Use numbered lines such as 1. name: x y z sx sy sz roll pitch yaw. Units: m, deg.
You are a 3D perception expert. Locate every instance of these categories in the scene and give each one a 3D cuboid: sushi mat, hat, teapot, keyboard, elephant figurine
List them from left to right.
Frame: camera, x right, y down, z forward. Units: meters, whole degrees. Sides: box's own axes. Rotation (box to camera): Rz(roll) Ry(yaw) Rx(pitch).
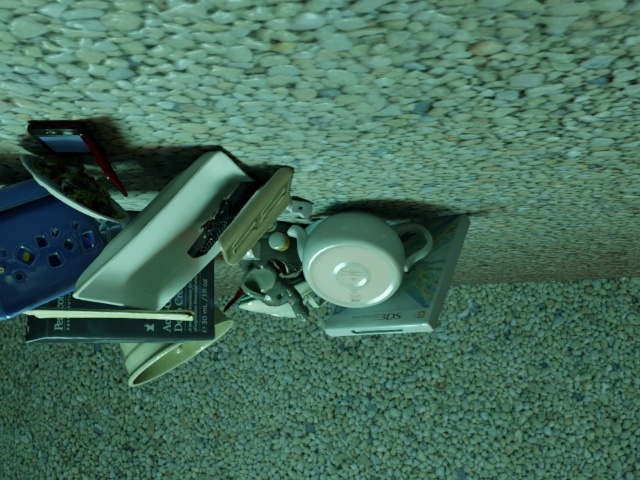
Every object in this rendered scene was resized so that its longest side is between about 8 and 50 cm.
1. sushi mat: -0.403 0.141 1.494 0.316 0.019 0.151 2 171 -3
2. keyboard: -0.177 -0.029 1.433 0.192 0.038 0.100 -51 164 21
3. elephant figurine: -0.146 0.103 2.072 0.185 0.240 0.169 -7 169 36
4. hat: -0.156 0.117 2.266 0.208 0.184 0.173 0 180 20
5. teapot: 0.085 0.018 1.780 0.256 0.187 0.252 34 129 -20

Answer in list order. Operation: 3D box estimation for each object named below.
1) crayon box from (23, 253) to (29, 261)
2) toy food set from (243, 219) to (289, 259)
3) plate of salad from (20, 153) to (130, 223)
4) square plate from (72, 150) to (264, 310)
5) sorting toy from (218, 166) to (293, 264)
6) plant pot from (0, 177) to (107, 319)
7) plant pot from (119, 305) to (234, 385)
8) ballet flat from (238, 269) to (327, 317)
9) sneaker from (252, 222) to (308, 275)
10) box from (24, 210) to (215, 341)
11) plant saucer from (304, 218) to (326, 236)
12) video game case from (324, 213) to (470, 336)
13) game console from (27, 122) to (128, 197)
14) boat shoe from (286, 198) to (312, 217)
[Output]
1. crayon box: -0.720 0.040 2.120 0.203 0.083 0.323 -5 171 18
2. toy food set: -0.193 -0.018 1.726 0.232 0.111 0.104 -1 171 18
3. plate of salad: -0.393 -0.092 1.261 0.199 0.048 0.200 35 -175 -3
4. square plate: -0.261 -0.012 1.424 0.344 0.049 0.347 -45 166 2
5. sorting toy: -0.125 -0.046 1.466 0.038 0.193 0.208 39 170 6
6. plant pot: -0.548 0.008 1.403 0.236 0.212 0.236 -10 -168 47
7. plant pot: -0.461 0.188 2.159 0.333 0.306 0.334 -32 170 -6
8. ballet flat: -0.052 0.150 2.254 0.400 0.139 0.139 -26 -173 -35
9. sneaker: -0.054 0.025 1.957 0.286 0.130 0.109 2 169 -23
10. box: -0.465 0.092 1.815 0.395 0.294 0.212 4 169 -31
11. plant saucer: 0.000 0.000 1.904 0.119 0.119 0.021 4 -162 -26
12. video game case: 0.184 0.083 1.849 0.299 0.329 0.036 -9 133 40
13. game console: -0.367 -0.119 1.176 0.124 0.085 0.144 -1 170 -3
14. boat shoe: -0.051 -0.072 1.670 0.035 0.035 0.100 25 -173 27
